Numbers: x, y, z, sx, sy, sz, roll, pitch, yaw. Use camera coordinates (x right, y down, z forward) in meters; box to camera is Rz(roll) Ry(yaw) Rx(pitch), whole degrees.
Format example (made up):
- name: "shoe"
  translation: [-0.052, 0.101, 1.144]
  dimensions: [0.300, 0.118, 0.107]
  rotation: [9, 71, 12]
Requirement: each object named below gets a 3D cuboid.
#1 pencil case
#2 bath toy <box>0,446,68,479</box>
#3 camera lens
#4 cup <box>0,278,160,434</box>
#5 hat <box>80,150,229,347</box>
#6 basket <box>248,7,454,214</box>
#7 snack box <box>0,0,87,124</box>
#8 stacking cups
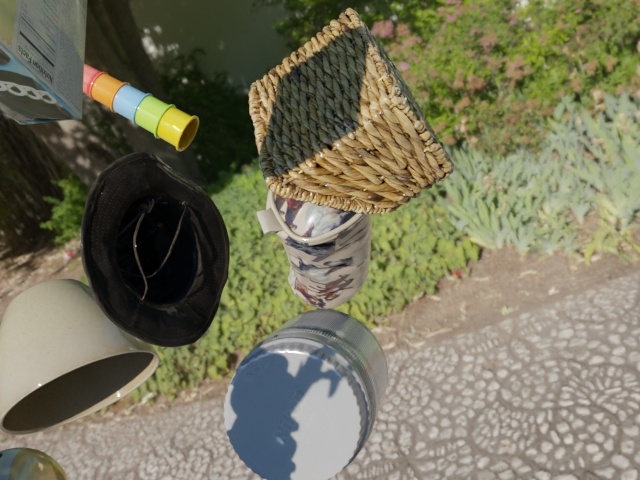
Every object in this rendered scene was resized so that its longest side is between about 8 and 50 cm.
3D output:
- name: "pencil case"
  translation: [0.000, 0.000, 1.143]
  dimensions: [0.183, 0.160, 0.410]
  rotation: [-13, -22, -2]
- name: "bath toy"
  translation: [-0.256, 0.284, 0.545]
  dimensions: [0.129, 0.348, 0.151]
  rotation: [24, 56, 37]
- name: "camera lens"
  translation: [-0.012, 0.235, 0.996]
  dimensions: [0.219, 0.219, 0.274]
  rotation: [-22, 0, 13]
- name: "cup"
  translation: [-0.543, 0.223, 1.342]
  dimensions: [0.331, 0.237, 0.331]
  rotation: [-27, -21, -11]
- name: "hat"
  translation: [-0.300, 0.025, 1.050]
  dimensions: [0.134, 0.331, 0.331]
  rotation: [-10, 24, 29]
- name: "basket"
  translation: [0.043, -0.165, 0.968]
  dimensions: [0.223, 0.213, 0.299]
  rotation: [-34, 41, 16]
- name: "snack box"
  translation: [-0.242, -0.224, 0.394]
  dimensions: [0.060, 0.187, 0.322]
  rotation: [-4, -14, 4]
- name: "stacking cups"
  translation: [-0.446, -0.333, 1.510]
  dimensions: [0.096, 0.316, 0.096]
  rotation: [-58, -4, -7]
